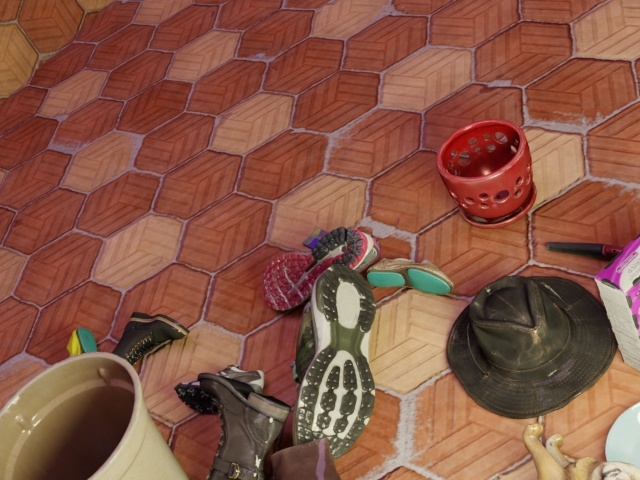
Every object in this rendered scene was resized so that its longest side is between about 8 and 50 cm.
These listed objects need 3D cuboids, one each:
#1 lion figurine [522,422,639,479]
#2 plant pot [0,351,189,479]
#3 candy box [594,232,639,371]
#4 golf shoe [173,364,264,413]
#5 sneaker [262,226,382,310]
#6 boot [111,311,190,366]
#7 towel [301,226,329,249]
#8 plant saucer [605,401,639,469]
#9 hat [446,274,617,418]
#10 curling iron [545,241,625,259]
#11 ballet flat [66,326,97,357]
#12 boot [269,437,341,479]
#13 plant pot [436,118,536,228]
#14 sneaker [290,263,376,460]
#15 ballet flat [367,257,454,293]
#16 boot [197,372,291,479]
[{"bbox_3d":[0.321,0.438,1.528,0.392,0.142,0.240,-38,44,15],"label":"lion figurine"},{"bbox_3d":[-0.403,0.431,1.828,0.334,0.305,0.334,-18,40,16],"label":"plant pot"},{"bbox_3d":[0.558,0.099,1.643,0.159,0.233,0.071,-42,40,-13],"label":"candy box"},{"bbox_3d":[-0.204,0.304,2.037,0.198,0.077,0.094,-1,36,22],"label":"golf shoe"},{"bbox_3d":[-0.001,0.071,2.128,0.299,0.112,0.120,-25,69,30],"label":"sneaker"},{"bbox_3d":[-0.389,0.239,2.224,0.198,0.077,0.137,-3,49,48],"label":"boot"},{"bbox_3d":[0.000,0.000,2.276,0.060,0.009,0.083,-46,42,-17],"label":"towel"},{"bbox_3d":[0.550,0.334,1.552,0.195,0.037,0.195,-17,41,15],"label":"plant saucer"},{"bbox_3d":[0.365,0.151,1.790,0.331,0.134,0.331,-17,40,15],"label":"hat"},{"bbox_3d":[0.551,0.031,1.879,0.274,0.035,0.068,16,57,42],"label":"curling iron"},{"bbox_3d":[-0.541,0.289,2.265,0.077,0.077,0.231,-50,35,9],"label":"ballet flat"},{"bbox_3d":[0.022,0.437,1.685,0.248,0.090,0.206,-20,63,24],"label":"boot"},{"bbox_3d":[0.357,-0.131,2.063,0.191,0.174,0.191,-18,40,15],"label":"plant pot"},{"bbox_3d":[0.006,0.257,1.934,0.182,0.158,0.410,-42,29,50],"label":"sneaker"},{"bbox_3d":[0.192,0.065,2.043,0.206,0.073,0.067,8,44,34],"label":"ballet flat"},{"bbox_3d":[-0.179,0.384,1.869,0.263,0.091,0.229,17,85,45],"label":"boot"}]
